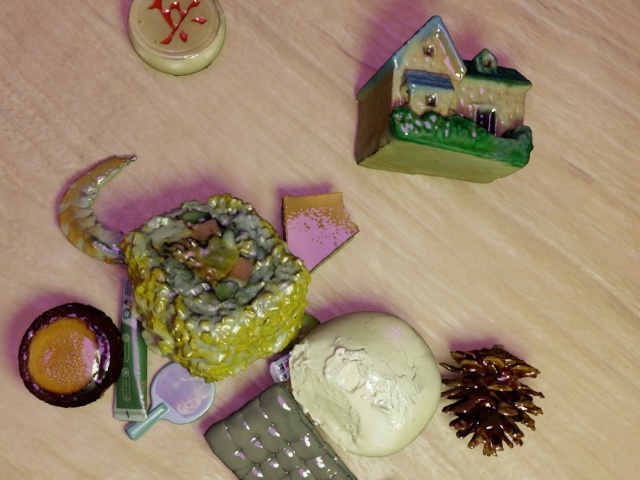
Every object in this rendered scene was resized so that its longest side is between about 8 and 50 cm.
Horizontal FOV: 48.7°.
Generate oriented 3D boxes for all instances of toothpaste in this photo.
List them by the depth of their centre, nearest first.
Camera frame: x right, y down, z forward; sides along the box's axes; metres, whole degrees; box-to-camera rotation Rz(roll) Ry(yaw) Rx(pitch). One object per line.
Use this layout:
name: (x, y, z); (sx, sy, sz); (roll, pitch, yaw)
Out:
toothpaste: (-0.444, 0.229, 1.686); (0.098, 0.061, 0.392); (-5, 79, 26)

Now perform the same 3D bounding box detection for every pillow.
pillow: (-0.081, 0.501, 1.607); (0.228, 0.101, 0.326); (-35, 93, 8)

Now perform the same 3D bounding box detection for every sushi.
sushi: (-0.248, 0.101, 1.584); (0.351, 0.240, 0.396); (-31, 62, -26)

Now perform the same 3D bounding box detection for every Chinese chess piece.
Chinese chess piece: (-0.368, -0.547, 1.816); (0.249, 0.103, 0.250); (1, 78, -5)

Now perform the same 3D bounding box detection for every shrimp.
shrimp: (-0.550, -0.076, 1.743); (0.185, 0.068, 0.287); (2, 70, -8)

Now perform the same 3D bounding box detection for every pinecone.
pinecone: (0.399, 0.369, 1.639); (0.264, 0.264, 0.264); (1, 80, -4)

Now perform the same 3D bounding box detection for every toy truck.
toy truck: (-0.069, 0.358, 1.688); (0.115, 0.080, 0.178); (-22, 84, 2)

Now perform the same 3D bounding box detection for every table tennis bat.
table tennis bat: (-0.359, 0.385, 1.681); (0.237, 0.038, 0.149); (-38, 85, -13)

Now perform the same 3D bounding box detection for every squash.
squash: (-0.089, 0.221, 1.702); (0.187, 0.095, 0.095); (-13, 81, -8)

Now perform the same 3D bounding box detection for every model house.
model house: (0.310, -0.345, 1.725); (0.382, 0.334, 0.343); (9, 81, -13)

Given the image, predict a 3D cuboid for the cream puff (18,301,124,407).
cream puff: (-0.562, 0.261, 1.617); (0.239, 0.165, 0.239); (0, 80, 1)

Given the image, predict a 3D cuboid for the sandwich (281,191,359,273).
sandwich: (0.000, 0.000, 1.740); (0.186, 0.108, 0.220); (-3, 78, -4)

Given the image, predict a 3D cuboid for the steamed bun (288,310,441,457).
steamed bun: (0.119, 0.288, 1.581); (0.334, 0.233, 0.312); (40, 43, 10)
